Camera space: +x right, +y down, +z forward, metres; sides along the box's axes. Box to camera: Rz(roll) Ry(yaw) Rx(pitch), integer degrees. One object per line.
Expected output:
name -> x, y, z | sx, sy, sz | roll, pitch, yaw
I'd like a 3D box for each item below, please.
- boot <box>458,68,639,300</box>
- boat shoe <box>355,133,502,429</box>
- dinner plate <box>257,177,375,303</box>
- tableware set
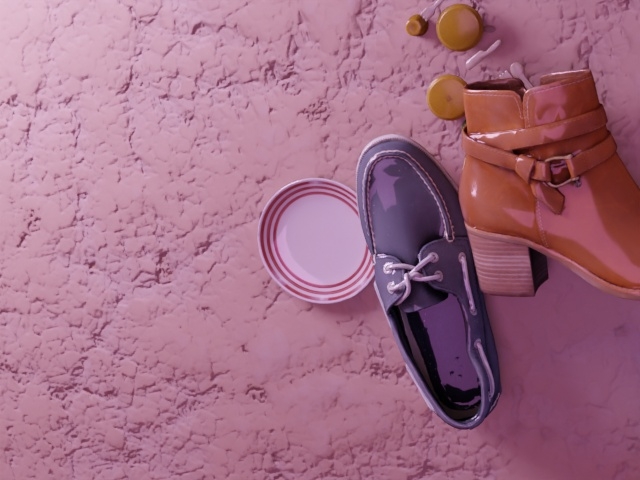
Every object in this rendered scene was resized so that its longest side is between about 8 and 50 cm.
boot -> 0.274, -0.061, 1.202 | 0.283, 0.109, 0.220 | 0, 108, 23
boat shoe -> 0.115, 0.046, 1.274 | 0.116, 0.099, 0.319 | -16, 100, 10
dinner plate -> 0.000, 0.000, 1.345 | 0.141, 0.017, 0.141 | 4, 104, 15
tableware set -> 0.146, -0.173, 1.257 | 0.104, 0.024, 0.154 | -39, 92, 24
